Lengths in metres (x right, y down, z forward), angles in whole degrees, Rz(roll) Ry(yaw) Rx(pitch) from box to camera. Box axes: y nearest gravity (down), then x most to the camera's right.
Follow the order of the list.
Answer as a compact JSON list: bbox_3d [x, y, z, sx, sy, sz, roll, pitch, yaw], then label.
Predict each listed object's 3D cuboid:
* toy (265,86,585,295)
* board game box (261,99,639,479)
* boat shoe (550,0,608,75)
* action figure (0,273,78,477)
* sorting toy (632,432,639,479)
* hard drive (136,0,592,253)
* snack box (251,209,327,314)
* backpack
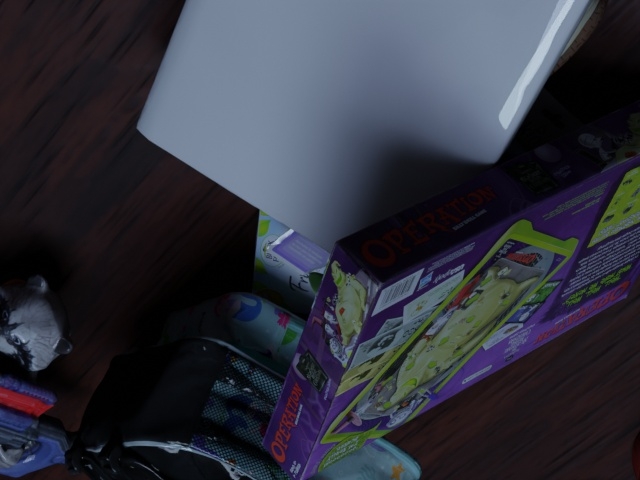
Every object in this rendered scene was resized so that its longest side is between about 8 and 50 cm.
[{"bbox_3d":[0.092,-0.015,1.213,0.237,0.056,0.137,-35,131,24],"label":"toy"},{"bbox_3d":[0.123,0.023,1.128,0.056,0.347,0.208,43,138,28],"label":"board game box"},{"bbox_3d":[0.070,-0.127,1.122,0.257,0.095,0.095,-30,118,32],"label":"boat shoe"},{"bbox_3d":[-0.361,0.095,1.354,0.330,0.178,0.341,-16,155,16],"label":"action figure"},{"bbox_3d":[0.241,0.298,1.466,0.127,0.126,0.365,42,127,-5],"label":"sorting toy"},{"bbox_3d":[0.039,-0.153,1.049,0.233,0.047,0.353,32,125,7],"label":"hard drive"},{"bbox_3d":[0.000,0.000,1.293,0.100,0.037,0.141,9,134,2],"label":"snack box"},{"bbox_3d":[-0.048,0.166,1.337,0.253,0.191,0.225,35,157,-17],"label":"backpack"}]
